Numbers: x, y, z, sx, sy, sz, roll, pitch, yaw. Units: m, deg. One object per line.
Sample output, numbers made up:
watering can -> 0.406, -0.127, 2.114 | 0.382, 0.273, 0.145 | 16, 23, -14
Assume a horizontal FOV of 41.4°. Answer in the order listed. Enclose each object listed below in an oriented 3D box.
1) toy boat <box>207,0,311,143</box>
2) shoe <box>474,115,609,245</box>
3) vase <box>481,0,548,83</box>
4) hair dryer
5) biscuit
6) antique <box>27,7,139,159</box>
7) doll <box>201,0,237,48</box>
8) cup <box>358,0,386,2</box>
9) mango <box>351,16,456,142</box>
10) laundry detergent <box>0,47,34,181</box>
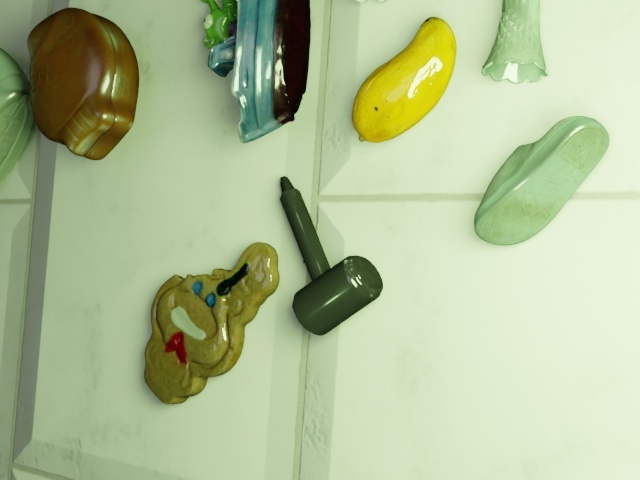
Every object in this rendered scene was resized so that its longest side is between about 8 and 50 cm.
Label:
toy boat -> -0.095, -0.294, 1.245 | 0.142, 0.129, 0.309 | 1, 84, 21
shoe -> 0.260, -0.079, 1.021 | 0.195, 0.079, 0.078 | -50, 25, 30
vase -> 0.245, -0.276, 1.040 | 0.081, 0.081, 0.149 | 3, 84, 35
hair dryer -> -0.001, 0.001, 1.202 | 0.114, 0.070, 0.248 | -37, 57, 28
biscuit -> -0.178, 0.120, 1.318 | 0.320, 0.047, 0.183 | -37, 68, 25
antique -> -0.408, -0.272, 1.467 | 0.223, 0.129, 0.278 | -45, 62, 23
doll -> -0.140, -0.391, 1.339 | 0.115, 0.050, 0.190 | 28, 100, 27
cup -> 0.088, -0.382, 1.172 | 0.104, 0.074, 0.116 | 44, 117, 0
mango -> 0.114, -0.205, 1.127 | 0.190, 0.075, 0.098 | -48, 67, 14
laundry detergent -> -0.721, -0.310, 1.701 | 0.398, 0.125, 0.264 | 49, 113, 31
